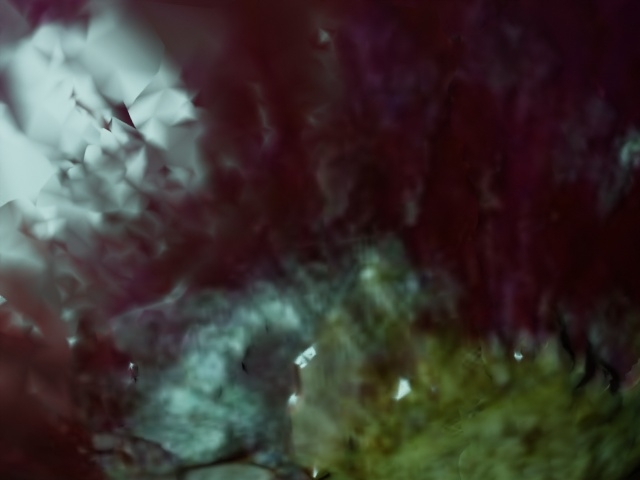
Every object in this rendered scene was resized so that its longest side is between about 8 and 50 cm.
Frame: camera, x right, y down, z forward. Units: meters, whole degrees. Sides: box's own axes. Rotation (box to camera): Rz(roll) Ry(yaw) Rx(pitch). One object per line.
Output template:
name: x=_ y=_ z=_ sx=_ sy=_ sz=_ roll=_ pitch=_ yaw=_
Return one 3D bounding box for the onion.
onion: x=-0.020 y=-0.022 z=0.438 sx=0.216 sy=0.207 sz=0.206 roll=-116 pitch=20 yaw=-55
